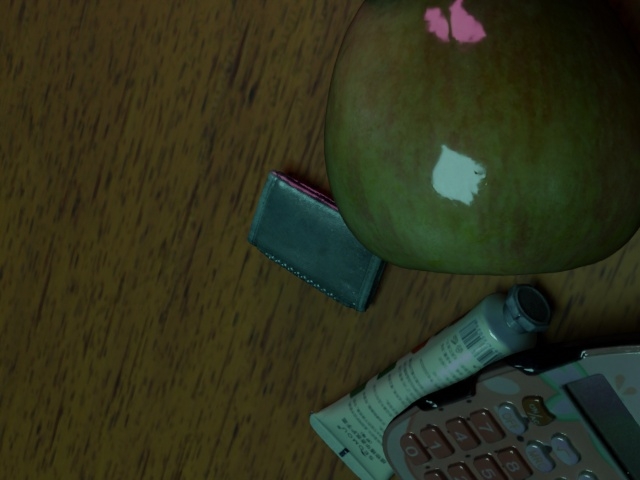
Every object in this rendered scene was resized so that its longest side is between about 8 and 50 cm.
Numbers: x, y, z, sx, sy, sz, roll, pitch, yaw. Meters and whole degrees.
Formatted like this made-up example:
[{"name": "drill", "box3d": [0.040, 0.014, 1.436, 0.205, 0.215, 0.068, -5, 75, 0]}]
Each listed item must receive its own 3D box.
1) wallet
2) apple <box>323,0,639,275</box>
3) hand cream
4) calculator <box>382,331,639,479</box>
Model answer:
[{"name": "wallet", "box3d": [0.000, 0.000, 1.643, 0.129, 0.026, 0.088, 31, 125, 17]}, {"name": "apple", "box3d": [0.129, -0.093, 1.395, 0.257, 0.257, 0.234, 5, 94, 29]}, {"name": "hand cream", "box3d": [0.097, 0.125, 1.620, 0.095, 0.059, 0.276, 47, 129, -1]}, {"name": "calculator", "box3d": [0.201, 0.183, 1.555, 0.329, 0.048, 0.220, -23, 113, 36]}]
